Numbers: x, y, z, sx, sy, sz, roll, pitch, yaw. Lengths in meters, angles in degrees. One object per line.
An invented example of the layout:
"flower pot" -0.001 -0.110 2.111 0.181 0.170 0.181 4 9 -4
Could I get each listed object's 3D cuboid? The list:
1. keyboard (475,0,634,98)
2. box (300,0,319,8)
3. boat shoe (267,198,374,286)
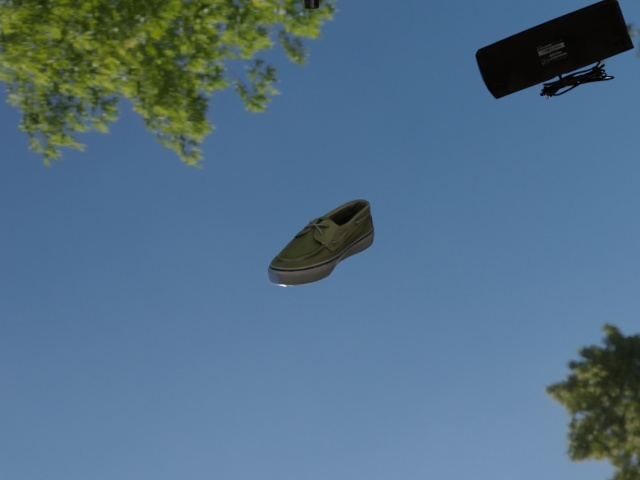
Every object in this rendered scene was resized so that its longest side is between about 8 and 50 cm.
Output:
"keyboard" 0.308 -0.236 1.186 0.038 0.192 0.100 -6 -101 -71
"box" -0.016 -0.328 1.111 0.018 0.083 0.067 -3 -61 -9
"boat shoe" 0.000 0.000 1.748 0.302 0.109 0.094 -31 -56 -50
